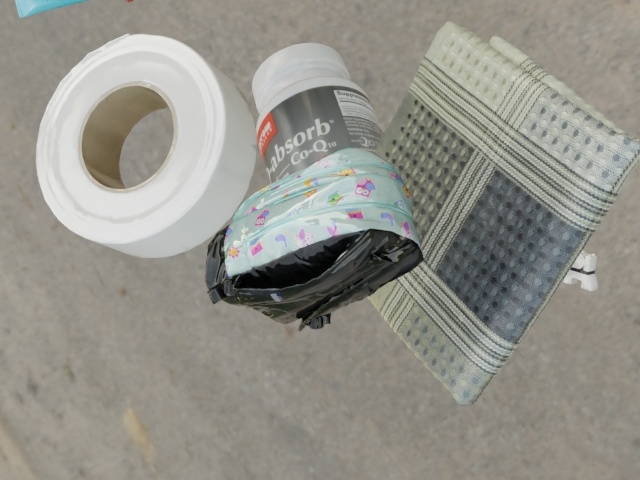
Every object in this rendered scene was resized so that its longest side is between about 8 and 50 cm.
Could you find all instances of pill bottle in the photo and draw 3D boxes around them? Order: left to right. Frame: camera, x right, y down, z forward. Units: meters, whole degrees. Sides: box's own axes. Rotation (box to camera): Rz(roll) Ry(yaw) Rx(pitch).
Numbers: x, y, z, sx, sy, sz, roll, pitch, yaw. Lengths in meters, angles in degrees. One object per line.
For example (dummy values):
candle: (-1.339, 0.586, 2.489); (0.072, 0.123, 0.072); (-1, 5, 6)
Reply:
pill bottle: (0.009, -0.141, 1.679); (0.210, 0.210, 0.363); (-57, 42, 45)

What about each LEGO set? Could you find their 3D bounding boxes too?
LEGO set: (0.321, 0.007, 1.562); (0.227, 0.087, 0.093); (20, 111, 45)

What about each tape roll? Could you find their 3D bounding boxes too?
tape roll: (-0.231, -0.124, 1.322); (0.286, 0.100, 0.286); (-5, 76, 21)

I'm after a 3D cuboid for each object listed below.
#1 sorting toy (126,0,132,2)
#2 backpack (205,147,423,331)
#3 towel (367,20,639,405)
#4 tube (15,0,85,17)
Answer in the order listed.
sorting toy: (-0.281, -0.464, 1.538); (0.089, 0.257, 0.255); (52, 172, -31)
backpack: (0.000, 0.000, 0.908); (0.182, 0.152, 0.115); (-27, 64, 30)
towel: (0.152, -0.040, 1.042); (0.312, 0.056, 0.324); (-61, 38, 19)
tube: (-0.208, -0.276, 0.999); (0.052, 0.207, 0.080); (-105, 6, -64)
